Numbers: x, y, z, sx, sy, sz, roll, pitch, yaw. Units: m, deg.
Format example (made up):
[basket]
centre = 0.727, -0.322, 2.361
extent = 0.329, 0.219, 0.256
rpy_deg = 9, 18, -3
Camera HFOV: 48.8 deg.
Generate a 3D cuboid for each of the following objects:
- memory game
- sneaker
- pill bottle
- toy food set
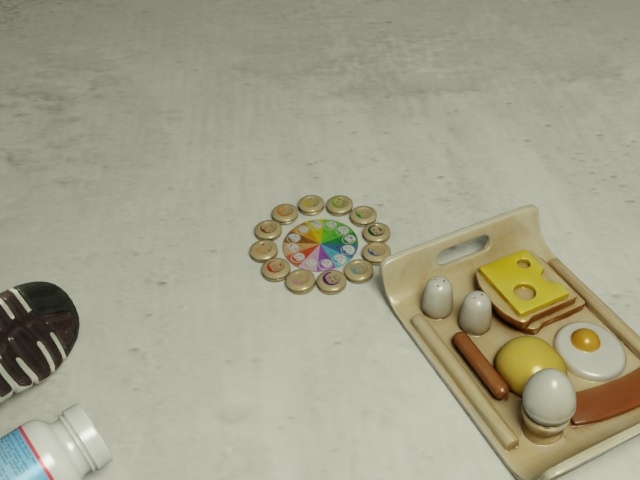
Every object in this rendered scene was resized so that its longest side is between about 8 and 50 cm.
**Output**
[memory game]
centre = 0.000, 0.000, 0.913
extent = 0.186, 0.012, 0.186
rpy_deg = -2, 44, 2
[sneaker]
centre = -0.393, 0.141, 0.738
extent = 0.162, 0.107, 0.281
rpy_deg = -15, 19, 27
[pill bottle]
centre = -0.278, 0.222, 0.646
extent = 0.160, 0.087, 0.087
rpy_deg = -32, 50, -26
[toy food set]
centre = 0.230, 0.087, 0.743
extent = 0.219, 0.092, 0.306
rpy_deg = -20, 46, -16
